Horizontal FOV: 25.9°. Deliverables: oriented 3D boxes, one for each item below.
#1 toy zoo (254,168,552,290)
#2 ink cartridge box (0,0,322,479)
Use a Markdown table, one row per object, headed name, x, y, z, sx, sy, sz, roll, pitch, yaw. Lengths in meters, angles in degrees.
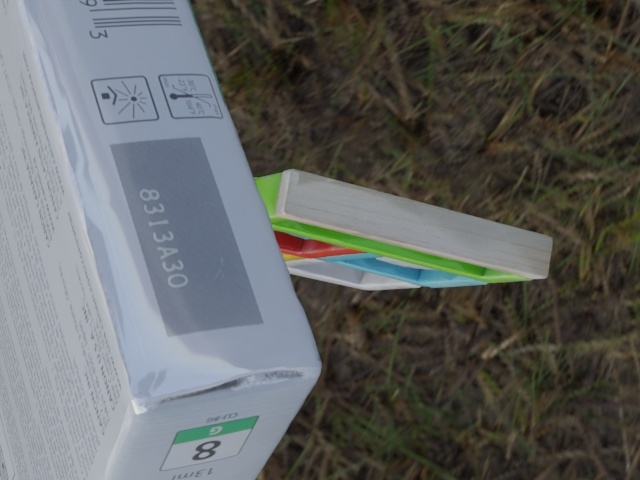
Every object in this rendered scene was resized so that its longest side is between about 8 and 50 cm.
| name | x | y | z | sx | sy | sz | roll | pitch | yaw |
| --- | --- | --- | --- | --- | --- | --- | --- | --- | --- |
| toy zoo | 0.000 | 0.000 | 0.978 | 0.192 | 0.293 | 0.030 | 14 | 80 | -25 |
| ink cartridge box | -0.080 | 0.021 | 0.438 | 0.224 | 0.056 | 0.181 | 116 | 139 | -52 |
